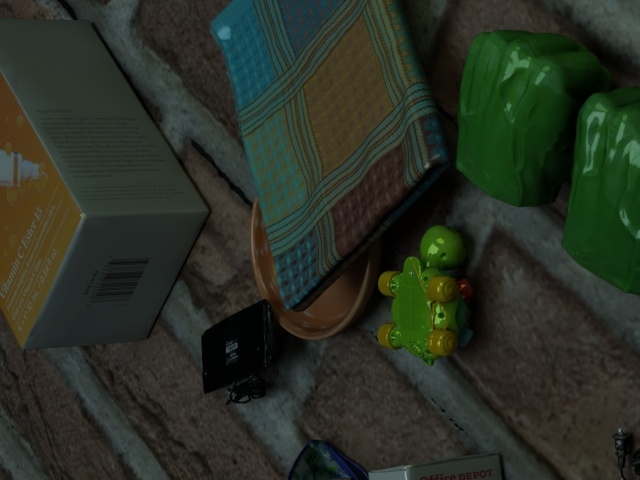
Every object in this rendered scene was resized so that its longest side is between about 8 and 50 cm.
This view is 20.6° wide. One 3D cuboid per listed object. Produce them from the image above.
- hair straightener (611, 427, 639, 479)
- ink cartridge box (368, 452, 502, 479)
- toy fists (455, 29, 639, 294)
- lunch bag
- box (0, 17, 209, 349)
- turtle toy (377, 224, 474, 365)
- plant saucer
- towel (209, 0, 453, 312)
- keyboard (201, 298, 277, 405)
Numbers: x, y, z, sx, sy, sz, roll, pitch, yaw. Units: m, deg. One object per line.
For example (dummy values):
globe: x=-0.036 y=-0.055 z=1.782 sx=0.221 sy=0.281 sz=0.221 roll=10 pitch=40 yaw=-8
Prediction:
hair straightener: x=0.258 y=0.193 z=1.446 sx=0.230 sy=0.047 sz=0.089 roll=-40 pitch=62 yaw=45
ink cartridge box: x=0.111 y=0.272 z=1.589 sx=0.063 sy=0.109 sz=0.150 roll=-15 pitch=80 yaw=55
toy fists: x=0.216 y=-0.081 z=1.447 sx=0.279 sy=0.096 sz=0.142 roll=43 pitch=140 yaw=43
lunch bag: x=-0.006 y=0.286 z=1.756 sx=0.151 sy=0.096 sz=0.129 roll=-108 pitch=29 yaw=-69
box: x=-0.306 y=-0.072 z=2.057 sx=0.345 sy=0.168 sz=0.215 roll=56 pitch=132 yaw=34
turtle toy: x=0.104 y=0.051 z=1.620 sx=0.095 sy=0.066 sz=0.130 roll=6 pitch=96 yaw=52
plant saucer: x=0.000 y=0.000 z=1.775 sx=0.200 sy=0.037 sz=0.200 roll=4 pitch=95 yaw=51
towel: x=-0.001 y=-0.152 z=1.714 sx=0.271 sy=0.040 sz=0.370 roll=-47 pitch=47 yaw=41
keyboard: x=-0.079 y=0.128 z=1.882 sx=0.192 sy=0.038 sz=0.100 roll=151 pitch=120 yaw=-64
